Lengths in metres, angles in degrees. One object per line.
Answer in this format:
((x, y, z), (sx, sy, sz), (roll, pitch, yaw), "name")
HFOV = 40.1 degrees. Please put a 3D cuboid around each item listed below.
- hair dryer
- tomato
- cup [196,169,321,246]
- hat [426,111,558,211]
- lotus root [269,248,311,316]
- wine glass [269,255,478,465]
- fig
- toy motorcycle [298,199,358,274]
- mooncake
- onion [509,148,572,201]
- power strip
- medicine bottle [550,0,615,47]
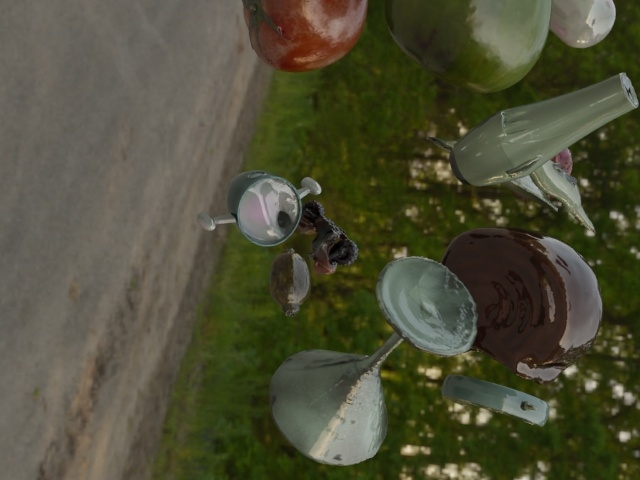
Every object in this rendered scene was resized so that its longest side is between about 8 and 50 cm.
((0.325, -0.111, 1.086), (0.229, 0.267, 0.092), (-40, -139, 46), "hair dryer")
((-0.027, -0.471, 1.756), (0.265, 0.265, 0.264), (5, 90, -86), "tomato")
((-0.147, -0.090, 2.061), (0.173, 0.300, 0.167), (37, -38, 60), "cup")
((0.308, -0.154, 1.452), (0.110, 0.252, 0.252), (-60, 179, 6), "hat")
((-0.085, 0.118, 2.483), (0.120, 0.120, 0.209), (88, -1, -61), "lotus root")
((0.103, 0.224, 1.629), (0.406, 0.267, 0.267), (-52, -158, 45), "wine glass")
((0.266, -0.426, 1.501), (0.316, 0.316, 0.316), (5, 90, -86), "fig")
((0.000, 0.000, 2.110), (0.118, 0.212, 0.084), (-49, 146, 15), "toy motorcycle")
((0.357, 0.122, 1.688), (0.334, 0.174, 0.325), (-49, -126, 27), "mooncake")
((0.454, -0.159, 1.813), (0.140, 0.150, 0.150), (-20, 118, -57), "onion")
((0.354, 0.328, 1.811), (0.168, 0.253, 0.054), (25, 77, -40), "power strip")
((0.479, -0.538, 1.841), (0.341, 0.130, 0.130), (56, -16, 28), "medicine bottle")
